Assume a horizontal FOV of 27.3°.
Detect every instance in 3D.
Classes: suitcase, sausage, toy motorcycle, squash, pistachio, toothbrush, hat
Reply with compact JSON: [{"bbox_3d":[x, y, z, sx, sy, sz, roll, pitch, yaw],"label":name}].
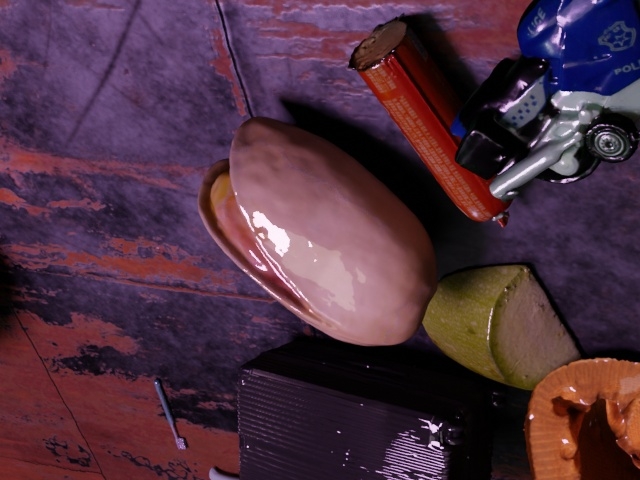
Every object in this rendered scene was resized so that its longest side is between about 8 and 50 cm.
[{"bbox_3d":[0.058,0.271,1.684,0.335,0.152,0.229,11,109,31],"label":"suitcase"},{"bbox_3d":[0.131,-0.110,1.387,0.083,0.083,0.264,-15,125,38],"label":"sausage"},{"bbox_3d":[0.240,-0.179,1.232,0.196,0.125,0.331,33,136,-5],"label":"toy motorcycle"},{"bbox_3d":[0.200,0.129,1.595,0.184,0.085,0.192,-13,124,36],"label":"squash"},{"bbox_3d":[0.000,0.000,1.490,0.299,0.187,0.187,37,139,-6],"label":"pistachio"},{"bbox_3d":[-0.230,0.269,2.027,0.014,0.011,0.167,4,135,18],"label":"toothbrush"},{"bbox_3d":[0.380,0.280,1.624,0.244,0.233,0.233,28,177,26],"label":"hat"}]

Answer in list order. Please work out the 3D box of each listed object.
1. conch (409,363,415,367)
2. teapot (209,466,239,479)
[{"bbox_3d":[0.128,0.262,1.775,0.095,0.079,0.200,-23,106,17],"label":"conch"},{"bbox_3d":[-0.127,0.474,2.071,0.159,0.159,0.231,-1,90,29],"label":"teapot"}]
